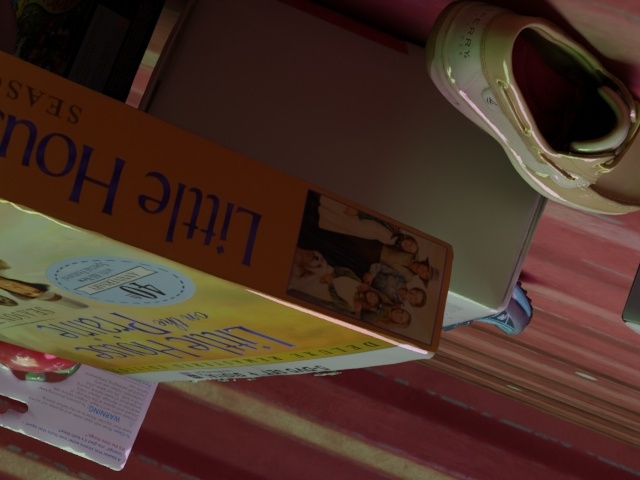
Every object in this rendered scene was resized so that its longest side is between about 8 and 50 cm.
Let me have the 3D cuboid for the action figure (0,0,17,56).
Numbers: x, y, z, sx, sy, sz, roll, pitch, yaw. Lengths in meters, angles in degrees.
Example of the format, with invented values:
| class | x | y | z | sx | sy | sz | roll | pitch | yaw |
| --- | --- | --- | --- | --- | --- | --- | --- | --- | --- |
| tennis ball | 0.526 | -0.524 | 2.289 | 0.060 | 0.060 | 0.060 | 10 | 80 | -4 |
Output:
| class | x | y | z | sx | sy | sz | roll | pitch | yaw |
| --- | --- | --- | --- | --- | --- | --- | --- | --- | --- |
| action figure | -0.345 | -0.183 | 0.675 | 0.275 | 0.248 | 0.370 | -4 | 179 | -20 |

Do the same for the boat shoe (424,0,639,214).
| class | x | y | z | sx | sy | sz | roll | pitch | yaw |
| --- | --- | --- | --- | --- | --- | --- | --- | --- | --- |
| boat shoe | 0.124 | -0.057 | 0.539 | 0.170 | 0.063 | 0.059 | 28 | 175 | -35 |

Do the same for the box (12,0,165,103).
| class | x | y | z | sx | sy | sz | roll | pitch | yaw |
| --- | --- | --- | --- | --- | --- | --- | --- | --- | --- |
| box | -0.195 | -0.100 | 0.724 | 0.044 | 0.159 | 0.233 | 25 | 171 | -35 |

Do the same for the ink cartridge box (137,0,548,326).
| class | x | y | z | sx | sy | sz | roll | pitch | yaw |
| --- | --- | --- | --- | --- | --- | --- | --- | --- | --- |
| ink cartridge box | 0.003 | -0.036 | 0.735 | 0.226 | 0.131 | 0.306 | 22 | 172 | -3 |

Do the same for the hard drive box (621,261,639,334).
| class | x | y | z | sx | sy | sz | roll | pitch | yaw |
| --- | --- | --- | --- | --- | --- | --- | --- | --- | --- |
| hard drive box | 0.332 | 0.059 | 0.659 | 0.181 | 0.089 | 0.232 | 29 | 169 | -39 |

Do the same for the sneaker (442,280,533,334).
| class | x | y | z | sx | sy | sz | roll | pitch | yaw |
| --- | --- | --- | --- | --- | --- | --- | --- | --- | --- |
| sneaker | 0.088 | 0.055 | 1.112 | 0.262 | 0.125 | 0.104 | 24 | 172 | -17 |

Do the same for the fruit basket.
| class | x | y | z | sx | sy | sz | roll | pitch | yaw |
| --- | --- | --- | --- | --- | --- | --- | --- | --- | --- |
| fruit basket | -0.308 | 0.041 | 1.260 | 0.327 | 0.353 | 0.165 | 22 | -174 | -6 |

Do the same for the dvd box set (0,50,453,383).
| class | x | y | z | sx | sy | sz | roll | pitch | yaw |
| --- | --- | --- | --- | --- | --- | --- | --- | --- | --- |
| dvd box set | -0.193 | -0.017 | 0.524 | 0.420 | 0.062 | 0.307 | 22 | 160 | -31 |
